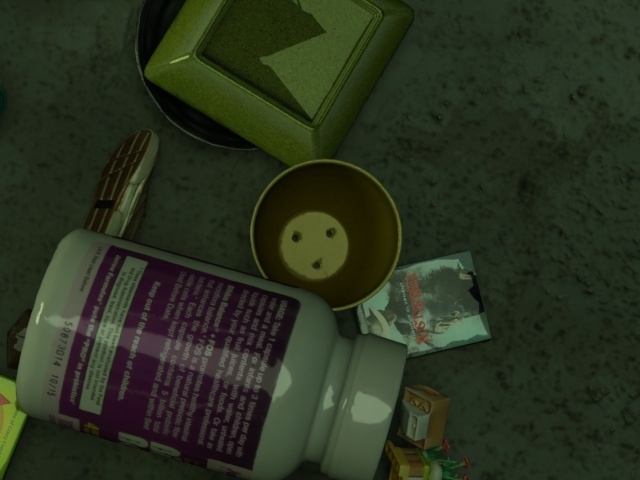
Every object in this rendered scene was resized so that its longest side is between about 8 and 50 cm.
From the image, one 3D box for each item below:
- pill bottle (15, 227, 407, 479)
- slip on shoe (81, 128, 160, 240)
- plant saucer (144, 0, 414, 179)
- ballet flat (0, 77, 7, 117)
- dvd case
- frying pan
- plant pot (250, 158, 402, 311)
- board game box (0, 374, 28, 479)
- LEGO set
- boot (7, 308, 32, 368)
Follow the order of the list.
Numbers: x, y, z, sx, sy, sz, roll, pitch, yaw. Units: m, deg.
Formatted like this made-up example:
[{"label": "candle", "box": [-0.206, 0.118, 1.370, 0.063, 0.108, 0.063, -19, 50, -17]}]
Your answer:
[{"label": "pill bottle", "box": [-0.087, 0.107, 1.440, 0.301, 0.169, 0.169, 16, 82, 2]}, {"label": "slip on shoe", "box": [-0.175, -0.035, 1.559, 0.041, 0.051, 0.135, 36, 67, -42]}, {"label": "plant saucer", "box": [-0.031, -0.181, 1.547, 0.188, 0.045, 0.188, 31, 81, -7]}, {"label": "ballet flat", "box": [-0.440, -0.025, 1.490, 0.139, 0.139, 0.400, 40, 76, -2]}, {"label": "dvd case", "box": [0.092, 0.063, 1.596, 0.119, 0.013, 0.087, -12, 85, -8]}, {"label": "frying pan", "box": [-0.122, -0.217, 1.577, 0.326, 0.053, 0.197, 38, 80, -3]}, {"label": "plant pot", "box": [0.000, 0.000, 1.549, 0.134, 0.095, 0.134, 1, 84, -7]}, {"label": "board game box", "box": [-0.348, 0.141, 1.513, 0.181, 0.043, 0.092, 22, 81, -5]}, {"label": "LEGO set", "box": [0.112, 0.274, 1.525, 0.107, 0.132, 0.287, 3, 77, -16]}, {"label": "boot", "box": [-0.219, 0.076, 1.544, 0.114, 0.037, 0.106, 17, 79, -1]}]
